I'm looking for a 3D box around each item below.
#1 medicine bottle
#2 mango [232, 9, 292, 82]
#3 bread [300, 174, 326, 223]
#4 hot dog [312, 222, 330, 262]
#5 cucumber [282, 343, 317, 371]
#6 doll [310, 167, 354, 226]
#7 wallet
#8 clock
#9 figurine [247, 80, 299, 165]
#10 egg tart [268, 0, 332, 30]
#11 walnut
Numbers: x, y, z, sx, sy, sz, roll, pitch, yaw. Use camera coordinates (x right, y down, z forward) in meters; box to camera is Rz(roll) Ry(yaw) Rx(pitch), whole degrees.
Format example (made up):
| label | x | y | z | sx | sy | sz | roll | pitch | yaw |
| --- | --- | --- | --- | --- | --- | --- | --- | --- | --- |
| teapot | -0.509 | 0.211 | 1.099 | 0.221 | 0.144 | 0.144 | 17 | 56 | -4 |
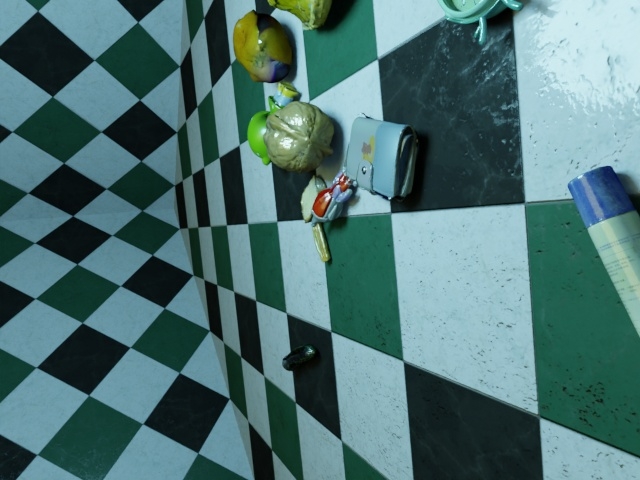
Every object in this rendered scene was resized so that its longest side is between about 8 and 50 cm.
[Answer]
| label | x | y | z | sx | sy | sz | roll | pitch | yaw |
| --- | --- | --- | --- | --- | --- | --- | --- | --- | --- |
| medicine bottle | 0.386 | 0.020 | 0.534 | 0.059 | 0.059 | 0.231 | -43 | 59 | 57 |
| mango | -0.189 | -0.619 | 1.369 | 0.201 | 0.152 | 0.287 | -58 | 44 | 30 |
| bread | -0.019 | -0.125 | 1.289 | 0.129 | 0.044 | 0.126 | 120 | 147 | -49 |
| hot dog | 0.000 | 0.000 | 1.298 | 0.044 | 0.028 | 0.137 | -27 | 74 | 34 |
| cucumber | -0.069 | 0.404 | 1.500 | 0.245 | 0.067 | 0.067 | -49 | 54 | 52 |
| doll | 0.028 | -0.108 | 1.168 | 0.228 | 0.075 | 0.102 | -53 | 35 | 41 |
| wallet | 0.133 | -0.189 | 0.962 | 0.231 | 0.069 | 0.170 | -137 | 51 | -59 |
| clock | 0.253 | -0.421 | 0.672 | 0.159 | 0.065 | 0.211 | -31 | 69 | 61 |
| figurine | -0.151 | -0.380 | 1.390 | 0.162 | 0.143 | 0.263 | 52 | 129 | 35 |
| egg tart | -0.078 | -0.716 | 1.049 | 0.388 | 0.168 | 0.388 | 167 | 90 | -84 |
| walnut | -0.060 | -0.283 | 1.178 | 0.245 | 0.198 | 0.198 | -139 | 48 | -65 |
